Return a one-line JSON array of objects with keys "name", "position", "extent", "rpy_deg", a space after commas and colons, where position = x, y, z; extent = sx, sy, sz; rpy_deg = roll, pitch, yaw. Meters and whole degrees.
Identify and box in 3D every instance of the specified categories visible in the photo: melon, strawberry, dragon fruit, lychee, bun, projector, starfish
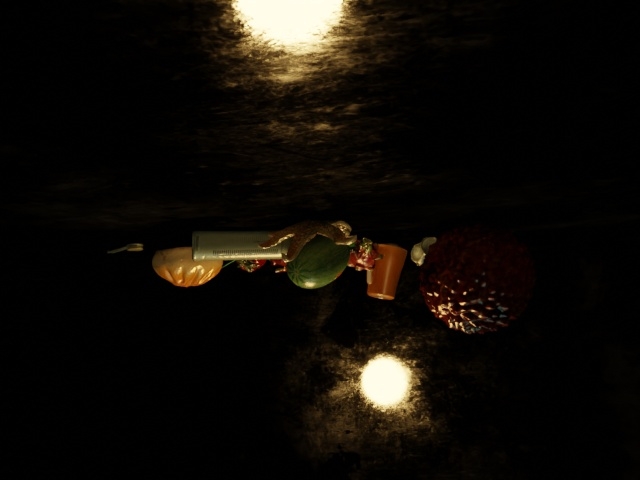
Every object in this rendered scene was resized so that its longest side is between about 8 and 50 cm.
[{"name": "melon", "position": [0.002, 0.061, 1.725], "extent": [0.182, 0.182, 0.288], "rpy_deg": [-11, -164, 46]}, {"name": "strawberry", "position": [-0.275, 0.054, 2.024], "extent": [0.131, 0.148, 0.131], "rpy_deg": [16, 144, 12]}, {"name": "dragon fruit", "position": [-0.100, 0.053, 1.889], "extent": [0.172, 0.160, 0.166], "rpy_deg": [-8, 129, 18]}, {"name": "lychee", "position": [0.591, 0.127, 1.848], "extent": [0.425, 0.424, 0.500], "rpy_deg": [-11, -166, 45]}, {"name": "bun", "position": [-0.579, 0.121, 2.144], "extent": [0.299, 0.164, 0.299], "rpy_deg": [-4, 171, -1]}, {"name": "projector", "position": [-0.271, 0.016, 1.702], "extent": [0.338, 0.108, 0.108], "rpy_deg": [-1, 172, -18]}, {"name": "starfish", "position": [-0.025, -0.020, 1.553], "extent": [0.327, 0.094, 0.375], "rpy_deg": [-15, -166, -33]}, {"name": "dragon fruit", "position": [0.195, 0.051, 2.120], "extent": [0.137, 0.135, 0.236], "rpy_deg": [5, 152, -18]}]

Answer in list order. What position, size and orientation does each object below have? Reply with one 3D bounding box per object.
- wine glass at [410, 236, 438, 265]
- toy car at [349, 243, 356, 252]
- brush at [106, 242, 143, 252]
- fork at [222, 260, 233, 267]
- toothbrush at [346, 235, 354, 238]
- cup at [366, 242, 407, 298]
[{"name": "wine glass", "position": [0.489, 0.046, 2.257], "extent": [0.122, 0.122, 0.183], "rpy_deg": [-3, 167, -4]}, {"name": "toy car", "position": [0.078, 0.029, 2.104], "extent": [0.071, 0.062, 0.165], "rpy_deg": [3, 170, -34]}, {"name": "brush", "position": [-0.776, 0.037, 1.940], "extent": [0.266, 0.027, 0.062], "rpy_deg": [-10, 169, 44]}, {"name": "fork", "position": [-0.369, 0.087, 2.192], "extent": [0.235, 0.021, 0.039], "rpy_deg": [-31, 157, 24]}, {"name": "toothbrush", "position": [0.000, 0.000, 2.005], "extent": [0.287, 0.025, 0.020], "rpy_deg": [-4, 173, 3]}, {"name": "cup", "position": [0.290, 0.133, 2.315], "extent": [0.182, 0.263, 0.226], "rpy_deg": [1, 166, 42]}]
